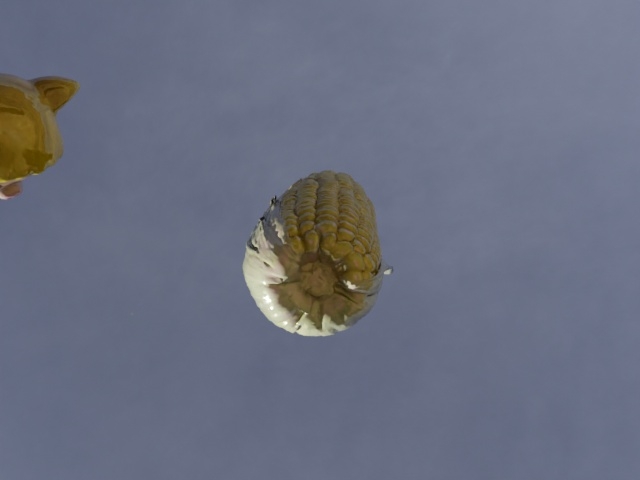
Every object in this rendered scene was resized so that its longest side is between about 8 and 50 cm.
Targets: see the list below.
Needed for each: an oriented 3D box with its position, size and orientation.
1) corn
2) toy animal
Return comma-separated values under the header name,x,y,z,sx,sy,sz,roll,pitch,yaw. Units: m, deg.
name,x,y,z,sx,sy,sz,roll,pitch,yaw
corn,-0.002,0.004,0.877,0.123,0.305,0.122,-22,-80,8
toy animal,-0.351,-0.111,0.888,0.156,0.230,0.156,-10,-78,-54
